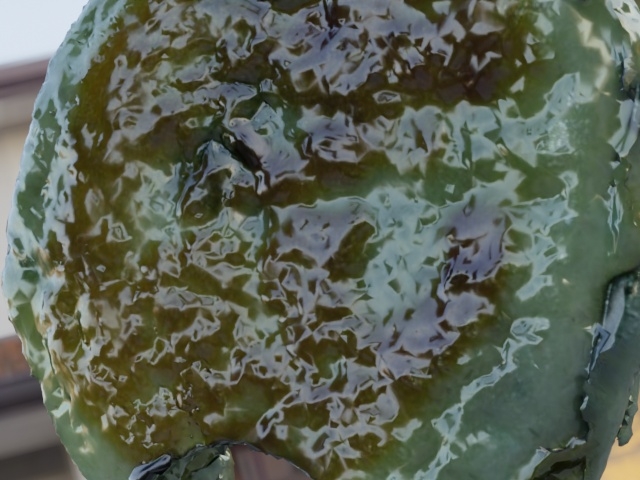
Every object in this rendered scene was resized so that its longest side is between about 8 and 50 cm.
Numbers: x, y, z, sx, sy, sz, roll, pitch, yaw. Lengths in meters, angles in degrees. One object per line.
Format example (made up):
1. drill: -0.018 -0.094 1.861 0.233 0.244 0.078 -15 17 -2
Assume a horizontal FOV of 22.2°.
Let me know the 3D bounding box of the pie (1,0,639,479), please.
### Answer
1. pie: 0.001 -0.008 0.634 0.303 0.302 0.067 -23 -14 25
